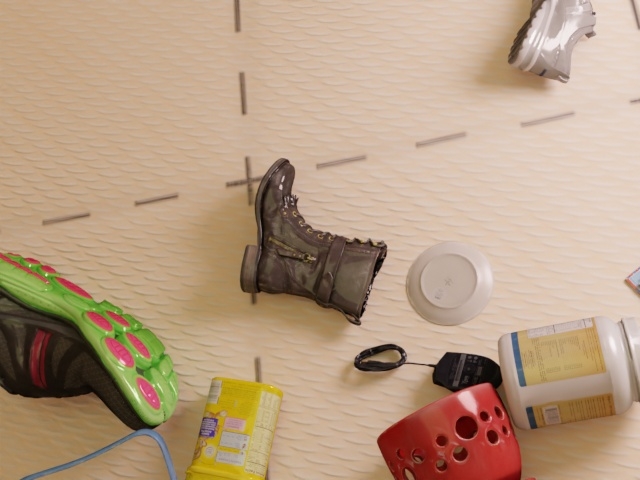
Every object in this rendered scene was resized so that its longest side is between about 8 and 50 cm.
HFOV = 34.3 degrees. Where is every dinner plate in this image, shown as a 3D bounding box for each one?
[{"bbox_3d":[0.207,0.066,1.666,0.141,0.017,0.141,-6,69,16],"label":"dinner plate"}]

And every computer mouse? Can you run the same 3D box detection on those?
[{"bbox_3d":[0.167,0.204,1.617,0.242,0.041,0.071,6,51,26],"label":"computer mouse"}]

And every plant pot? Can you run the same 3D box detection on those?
[{"bbox_3d":[0.197,0.321,1.480,0.191,0.191,0.174,-26,71,6],"label":"plant pot"}]

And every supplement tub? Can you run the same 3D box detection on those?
[{"bbox_3d":[0.367,0.189,1.501,0.199,0.144,0.144,-12,67,12],"label":"supplement tub"}]

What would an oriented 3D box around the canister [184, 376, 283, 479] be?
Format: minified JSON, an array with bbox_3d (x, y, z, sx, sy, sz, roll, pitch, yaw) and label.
[{"bbox_3d":[-0.133,0.310,1.643,0.126,0.073,0.170,6,71,18],"label":"canister"}]

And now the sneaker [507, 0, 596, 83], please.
[{"bbox_3d":[0.417,-0.385,1.747,0.115,0.105,0.281,30,77,-6],"label":"sneaker"}]

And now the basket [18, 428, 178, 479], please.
[{"bbox_3d":[-0.307,0.453,1.552,0.254,0.201,0.289,-22,97,7],"label":"basket"}]

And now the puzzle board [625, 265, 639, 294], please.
[{"bbox_3d":[0.541,0.073,1.567,0.096,0.011,0.128,-39,64,-1],"label":"puzzle board"}]

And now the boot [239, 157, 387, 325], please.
[{"bbox_3d":[0.000,0.000,1.724,0.229,0.091,0.263,8,77,13],"label":"boot"}]

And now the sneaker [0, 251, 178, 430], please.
[{"bbox_3d":[-0.431,0.190,1.744,0.483,0.185,0.202,30,99,27],"label":"sneaker"}]
